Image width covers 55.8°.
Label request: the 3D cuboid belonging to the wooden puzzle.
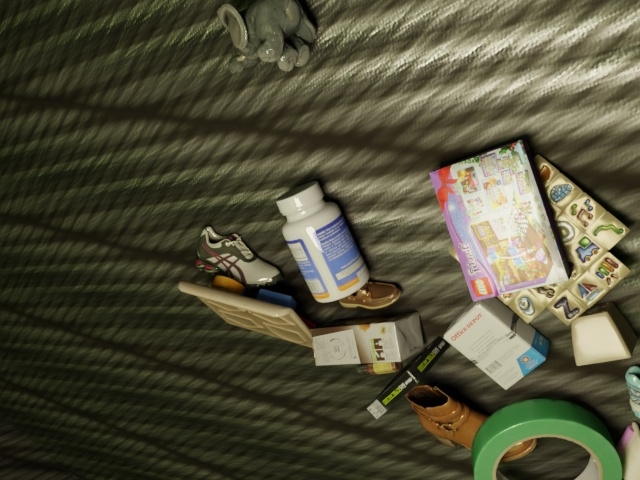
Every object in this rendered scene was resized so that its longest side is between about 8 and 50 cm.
[{"bbox_3d":[-0.163,0.185,1.614,0.322,0.080,0.348,12,161,24],"label":"wooden puzzle"}]

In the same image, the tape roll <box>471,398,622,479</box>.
[{"bbox_3d":[0.516,0.517,1.394,0.321,0.077,0.321,3,113,7],"label":"tape roll"}]

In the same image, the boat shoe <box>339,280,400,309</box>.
[{"bbox_3d":[0.114,0.132,1.516,0.178,0.064,0.060,-6,133,35],"label":"boat shoe"}]

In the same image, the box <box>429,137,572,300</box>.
[{"bbox_3d":[0.367,-0.038,1.240,0.201,0.057,0.293,-17,94,31],"label":"box"}]

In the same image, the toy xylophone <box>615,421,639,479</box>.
[{"bbox_3d":[0.821,0.501,1.300,0.322,0.081,0.236,29,127,14],"label":"toy xylophone"}]

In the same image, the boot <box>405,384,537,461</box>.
[{"bbox_3d":[0.364,0.434,1.483,0.283,0.109,0.220,0,138,43],"label":"boot"}]

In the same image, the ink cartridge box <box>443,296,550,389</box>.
[{"bbox_3d":[0.405,0.229,1.396,0.190,0.082,0.139,41,128,6],"label":"ink cartridge box"}]

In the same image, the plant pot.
[{"bbox_3d":[0.583,0.190,1.262,0.109,0.109,0.096,-20,91,36],"label":"plant pot"}]

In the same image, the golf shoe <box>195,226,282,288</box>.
[{"bbox_3d":[-0.229,0.051,1.659,0.273,0.105,0.120,16,115,22],"label":"golf shoe"}]

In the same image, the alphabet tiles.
[{"bbox_3d":[0.440,0.002,1.251,0.342,0.011,0.285,44,120,13],"label":"alphabet tiles"}]

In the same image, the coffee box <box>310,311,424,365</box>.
[{"bbox_3d":[0.116,0.248,1.523,0.246,0.141,0.098,-11,88,33],"label":"coffee box"}]

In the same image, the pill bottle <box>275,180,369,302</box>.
[{"bbox_3d":[0.000,0.000,1.464,0.152,0.152,0.272,-16,106,35],"label":"pill bottle"}]

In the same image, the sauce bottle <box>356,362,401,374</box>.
[{"bbox_3d":[0.156,0.339,1.626,0.128,0.042,0.042,-15,107,35],"label":"sauce bottle"}]

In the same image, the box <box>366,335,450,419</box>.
[{"bbox_3d":[0.217,0.340,1.500,0.045,0.184,0.191,47,128,13],"label":"box"}]

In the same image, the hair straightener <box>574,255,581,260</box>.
[{"bbox_3d":[0.431,0.010,1.281,0.230,0.047,0.089,7,118,33],"label":"hair straightener"}]

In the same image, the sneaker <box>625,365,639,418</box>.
[{"bbox_3d":[0.757,0.288,1.209,0.283,0.110,0.122,-22,100,36],"label":"sneaker"}]

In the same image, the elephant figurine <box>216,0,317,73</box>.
[{"bbox_3d":[-0.143,-0.459,1.310,0.239,0.169,0.186,24,97,36],"label":"elephant figurine"}]
